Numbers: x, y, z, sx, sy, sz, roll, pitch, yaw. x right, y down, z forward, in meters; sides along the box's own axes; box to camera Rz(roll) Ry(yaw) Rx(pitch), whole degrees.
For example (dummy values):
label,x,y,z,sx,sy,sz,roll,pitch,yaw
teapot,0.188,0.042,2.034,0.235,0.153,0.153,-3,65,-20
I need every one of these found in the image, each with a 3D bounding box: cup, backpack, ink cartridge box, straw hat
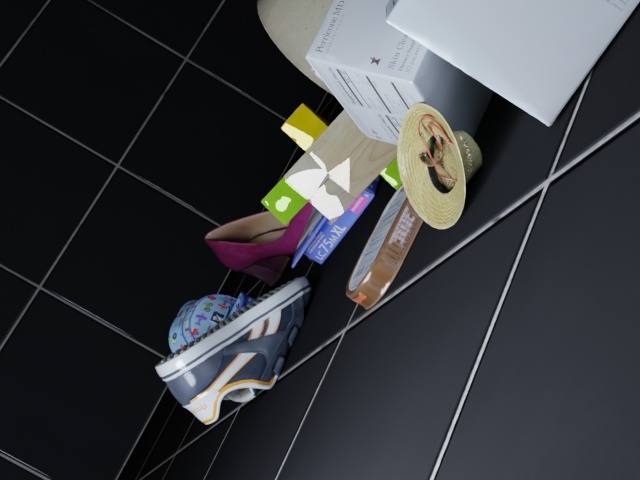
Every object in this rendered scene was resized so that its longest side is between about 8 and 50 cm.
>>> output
label,x,y,z,sx,sy,sz,roll,pitch,yaw
cup,0.098,-0.397,1.736,0.237,0.331,0.331,-50,11,30
backpack,-0.162,0.160,1.804,0.117,0.173,0.158,-50,11,49
ink cartridge box,0.045,-0.088,1.844,0.185,0.065,0.311,-53,7,36
straw hat,0.147,-0.089,1.186,0.061,0.144,0.144,-17,-12,-25

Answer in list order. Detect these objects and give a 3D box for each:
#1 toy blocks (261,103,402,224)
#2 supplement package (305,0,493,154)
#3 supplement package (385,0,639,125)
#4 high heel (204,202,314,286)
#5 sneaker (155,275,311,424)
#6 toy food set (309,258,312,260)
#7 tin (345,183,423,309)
label,x,y,z,sx,sy,sz,roll,pitch,yaw
toy blocks,0.095,-0.180,1.551,0.381,0.191,0.261,-46,2,13
supplement package,0.130,-0.265,1.265,0.261,0.145,0.204,-66,-31,-12
supplement package,0.197,-0.259,1.039,0.203,0.194,0.149,-56,8,17
high heel,-0.108,-0.041,2.182,0.377,0.181,0.127,-52,11,44
sneaker,-0.113,0.173,1.670,0.321,0.127,0.126,-34,4,-41
toy food set,0.000,0.000,1.947,0.083,0.020,0.082,-59,8,-2
tin,0.090,-0.002,1.344,0.189,0.040,0.106,-62,13,-21
